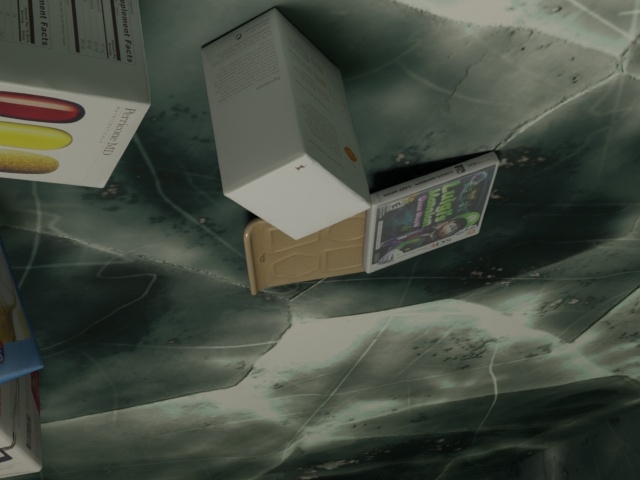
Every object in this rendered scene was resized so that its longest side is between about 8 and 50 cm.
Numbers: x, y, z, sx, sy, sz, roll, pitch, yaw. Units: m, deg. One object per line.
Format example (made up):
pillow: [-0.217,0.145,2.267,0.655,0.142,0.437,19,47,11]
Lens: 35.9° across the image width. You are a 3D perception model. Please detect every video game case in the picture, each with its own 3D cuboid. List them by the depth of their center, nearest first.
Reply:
video game case: [0.139,-0.032,1.289,0.173,0.022,0.190,-20,154,-10]

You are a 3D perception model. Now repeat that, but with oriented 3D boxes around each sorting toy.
sorting toy: [0.000,0.000,1.324,0.208,0.038,0.193,-13,153,-7]

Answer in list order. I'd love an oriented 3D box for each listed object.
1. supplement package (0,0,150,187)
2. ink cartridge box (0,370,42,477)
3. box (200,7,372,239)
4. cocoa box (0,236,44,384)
supplement package: [-0.283,-0.145,0.827,0.244,0.134,0.139,5,149,-29]
ink cartridge box: [-0.479,0.225,1.411,0.100,0.172,0.237,-10,153,-3]
box: [-0.033,-0.109,0.951,0.091,0.171,0.130,-23,150,22]
cocoa box: [-0.456,0.070,0.928,0.227,0.232,0.347,-21,177,7]
